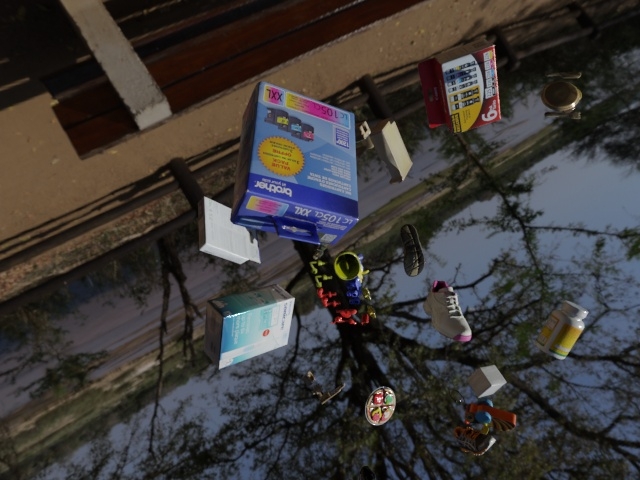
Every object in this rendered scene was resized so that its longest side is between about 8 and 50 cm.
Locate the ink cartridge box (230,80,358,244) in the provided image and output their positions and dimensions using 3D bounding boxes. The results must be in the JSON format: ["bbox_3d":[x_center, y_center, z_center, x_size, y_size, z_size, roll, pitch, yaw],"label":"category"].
[{"bbox_3d":[-0.058,-0.157,0.973,0.270,0.395,0.151,12,151,-21],"label":"ink cartridge box"}]

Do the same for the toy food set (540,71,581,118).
[{"bbox_3d":[0.853,-0.507,1.435,0.132,0.192,0.038,8,163,15],"label":"toy food set"}]

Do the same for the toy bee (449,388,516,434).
[{"bbox_3d":[0.765,0.829,1.943,0.195,0.298,0.162,-27,137,-36],"label":"toy bee"}]

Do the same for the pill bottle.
[{"bbox_3d":[0.938,0.343,1.568,0.208,0.118,0.117,-68,165,14],"label":"pill bottle"}]

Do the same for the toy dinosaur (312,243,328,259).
[{"bbox_3d":[0.000,0.000,2.127,0.268,0.118,0.064,-52,-170,50],"label":"toy dinosaur"}]

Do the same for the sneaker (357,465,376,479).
[{"bbox_3d":[0.221,1.078,1.723,0.079,0.217,0.121,-14,129,-19],"label":"sneaker"}]

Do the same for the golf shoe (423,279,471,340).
[{"bbox_3d":[0.461,0.251,1.478,0.115,0.140,0.306,4,-162,-10],"label":"golf shoe"}]

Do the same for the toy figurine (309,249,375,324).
[{"bbox_3d":[0.095,0.128,1.550,0.191,0.362,0.217,-9,-144,16],"label":"toy figurine"}]

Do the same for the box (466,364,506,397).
[{"bbox_3d":[0.701,0.594,1.709,0.102,0.087,0.101,2,133,-29],"label":"box"}]

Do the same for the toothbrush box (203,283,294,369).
[{"bbox_3d":[-0.256,0.302,1.464,0.295,0.126,0.216,-9,119,-42],"label":"toothbrush box"}]

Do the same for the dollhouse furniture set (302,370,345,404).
[{"bbox_3d":[0.017,0.650,1.868,0.123,0.151,0.144,-37,169,1],"label":"dollhouse furniture set"}]

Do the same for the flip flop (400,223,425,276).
[{"bbox_3d":[0.476,0.051,2.124,0.112,0.277,0.080,-12,177,6],"label":"flip flop"}]

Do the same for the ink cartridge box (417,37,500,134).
[{"bbox_3d":[0.571,-0.614,1.665,0.272,0.309,0.130,-17,-144,11],"label":"ink cartridge box"}]

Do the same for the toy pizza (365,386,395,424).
[{"bbox_3d":[0.319,0.866,2.109,0.201,0.201,0.032,-29,-164,-26],"label":"toy pizza"}]

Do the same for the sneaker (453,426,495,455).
[{"bbox_3d":[0.582,0.760,1.549,0.084,0.083,0.215,-25,164,-26],"label":"sneaker"}]

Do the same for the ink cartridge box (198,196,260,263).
[{"bbox_3d":[-0.322,-0.027,1.426,0.224,0.223,0.045,24,128,-38],"label":"ink cartridge box"}]

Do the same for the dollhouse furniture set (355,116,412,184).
[{"bbox_3d":[0.198,-0.389,1.947,0.394,0.256,0.362,-11,-150,37],"label":"dollhouse furniture set"}]
